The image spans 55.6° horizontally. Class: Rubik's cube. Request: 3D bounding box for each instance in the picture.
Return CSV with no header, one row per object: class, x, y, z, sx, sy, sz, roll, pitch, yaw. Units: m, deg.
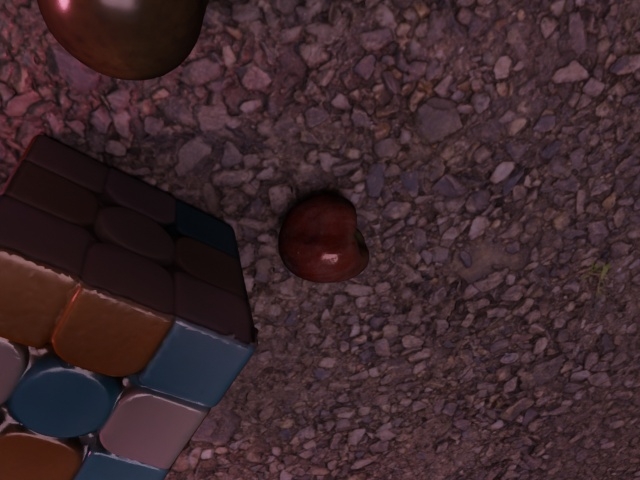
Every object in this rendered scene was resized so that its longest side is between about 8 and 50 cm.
Rubik's cube,-0.332,0.115,0.856,0.347,0.347,0.344,28,107,-24

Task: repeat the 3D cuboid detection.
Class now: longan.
longan,-0.231,-0.301,0.717,0.197,0.196,0.220,18,123,-21

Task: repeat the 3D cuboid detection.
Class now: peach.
peach,0.000,0.000,1.000,0.152,0.152,0.152,-5,123,-8

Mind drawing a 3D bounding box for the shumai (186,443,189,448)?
shumai,-0.319,0.328,1.116,0.161,0.153,0.209,14,156,-18
